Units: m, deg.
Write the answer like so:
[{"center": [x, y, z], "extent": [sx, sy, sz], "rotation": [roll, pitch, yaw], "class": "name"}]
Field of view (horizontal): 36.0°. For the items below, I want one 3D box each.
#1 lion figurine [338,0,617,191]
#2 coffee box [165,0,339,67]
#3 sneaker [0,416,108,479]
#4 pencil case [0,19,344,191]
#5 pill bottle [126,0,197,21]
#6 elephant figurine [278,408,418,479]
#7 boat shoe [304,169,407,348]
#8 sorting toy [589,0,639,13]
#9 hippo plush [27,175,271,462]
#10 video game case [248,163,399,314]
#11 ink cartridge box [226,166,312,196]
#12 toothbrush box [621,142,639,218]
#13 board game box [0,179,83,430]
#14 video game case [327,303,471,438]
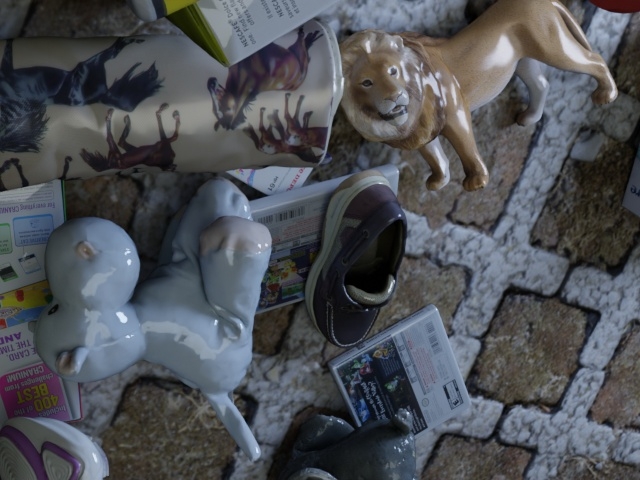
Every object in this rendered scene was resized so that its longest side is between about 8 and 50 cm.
[{"center": [0.195, -0.213, 1.221], "extent": [0.392, 0.142, 0.240], "rotation": [-36, 113, -22], "class": "lion figurine"}, {"center": [-0.071, -0.412, 0.888], "extent": [0.334, 0.337, 0.338], "rotation": [-33, 120, -6], "class": "coffee box"}, {"center": [-0.299, 0.249, 1.120], "extent": [0.152, 0.305, 0.114], "rotation": [-9, 82, -36], "class": "sneaker"}, {"center": [-0.188, -0.138, 1.012], "extent": [0.411, 0.183, 0.159], "rotation": [-6, 89, -11], "class": "pencil case"}, {"center": [-0.069, -0.240, 0.708], "extent": [0.184, 0.103, 0.103], "rotation": [-27, 119, -8], "class": "pill bottle"}, {"center": [0.012, 0.327, 1.340], "extent": [0.240, 0.169, 0.185], "rotation": [-3, 79, 7], "class": "elephant figurine"}, {"center": [0.049, 0.045, 1.222], "extent": [0.103, 0.092, 0.285], "rotation": [-12, 136, -23], "class": "boat shoe"}, {"center": [0.329, -0.453, 1.200], "extent": [0.365, 0.127, 0.126], "rotation": [47, 59, -28], "class": "sorting toy"}, {"center": [-0.202, 0.073, 1.097], "extent": [0.237, 0.234, 0.294], "rotation": [0, 103, -22], "class": "hippo plush"}, {"center": [0.000, 0.000, 1.239], "extent": [0.201, 0.023, 0.183], "rotation": [-16, 137, -17], "class": "video game case"}, {"center": [-0.069, -0.109, 1.180], "extent": [0.122, 0.052, 0.088], "rotation": [28, 98, -31], "class": "ink cartridge box"}, {"center": [0.583, -0.158, 1.385], "extent": [0.216, 0.126, 0.295], "rotation": [-3, 116, -22], "class": "toothbrush box"}, {"center": [-0.403, 0.075, 1.106], "extent": [0.242, 0.064, 0.316], "rotation": [-7, 113, -21], "class": "board game box"}, {"center": [0.117, 0.206, 1.409], "extent": [0.173, 0.022, 0.190], "rotation": [-29, 120, -11], "class": "video game case"}]
